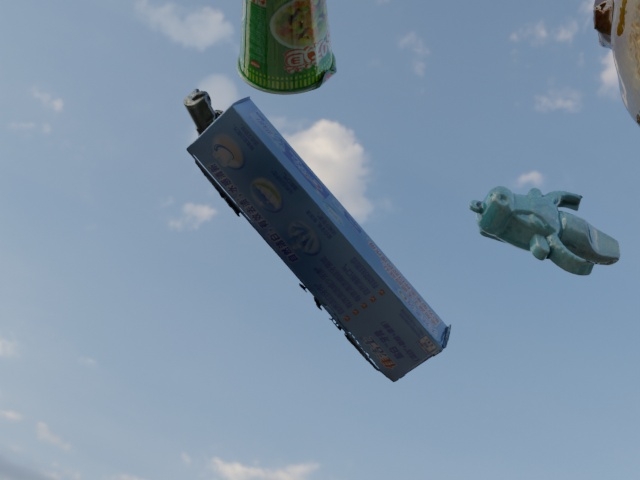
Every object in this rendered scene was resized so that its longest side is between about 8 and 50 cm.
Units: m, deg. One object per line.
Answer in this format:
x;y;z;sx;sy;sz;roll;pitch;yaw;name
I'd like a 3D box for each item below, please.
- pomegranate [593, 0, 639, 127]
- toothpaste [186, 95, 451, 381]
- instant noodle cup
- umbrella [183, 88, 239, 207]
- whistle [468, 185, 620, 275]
0.515;-0.268;0.909;0.417;0.416;0.416;9;-39;8;pomegranate
0.000;0.000;0.673;0.066;0.053;0.272;-40;-87;23;toothpaste
-0.065;-0.431;1.475;0.207;0.207;0.232;10;-41;7;instant noodle cup
-0.128;-0.120;1.086;0.066;0.059;0.235;31;-22;34;umbrella
0.379;-0.019;1.308;0.274;0.186;0.093;17;-47;-7;whistle
